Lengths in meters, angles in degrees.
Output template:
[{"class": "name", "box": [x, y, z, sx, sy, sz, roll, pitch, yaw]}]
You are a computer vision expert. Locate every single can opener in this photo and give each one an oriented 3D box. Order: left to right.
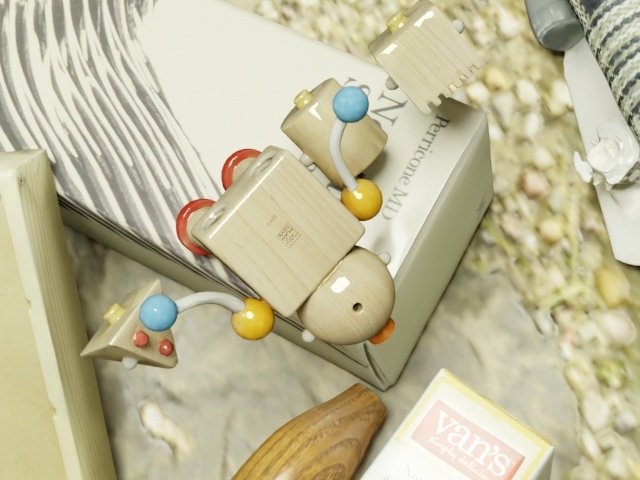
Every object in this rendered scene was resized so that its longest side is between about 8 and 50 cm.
[{"class": "can opener", "box": [0.136, -0.117, 0.526, 0.093, 0.074, 0.280, -3, 68, -28]}]

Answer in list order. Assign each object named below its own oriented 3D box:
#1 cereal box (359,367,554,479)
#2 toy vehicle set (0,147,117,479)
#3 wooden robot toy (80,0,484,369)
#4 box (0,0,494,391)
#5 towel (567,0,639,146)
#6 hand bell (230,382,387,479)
[{"class": "cereal box", "box": [-0.006, 0.166, 0.388, 0.047, 0.173, 0.240, 35, 81, 19]}, {"class": "toy vehicle set", "box": [-0.229, 0.056, 0.485, 0.267, 0.035, 0.165, -4, 108, 9]}, {"class": "wooden robot toy", "box": [0.000, 0.000, 0.413, 0.079, 0.076, 0.173, 44, 84, -16]}, {"class": "box", "box": [-0.069, -0.048, 0.513, 0.275, 0.094, 0.113, 24, 77, 17]}, {"class": "towel", "box": [0.235, -0.165, 0.496, 0.324, 0.056, 0.312, -13, 67, -12]}, {"class": "hand bell", "box": [-0.059, 0.146, 0.454, 0.126, 0.126, 0.242, 40, 70, 19]}]
